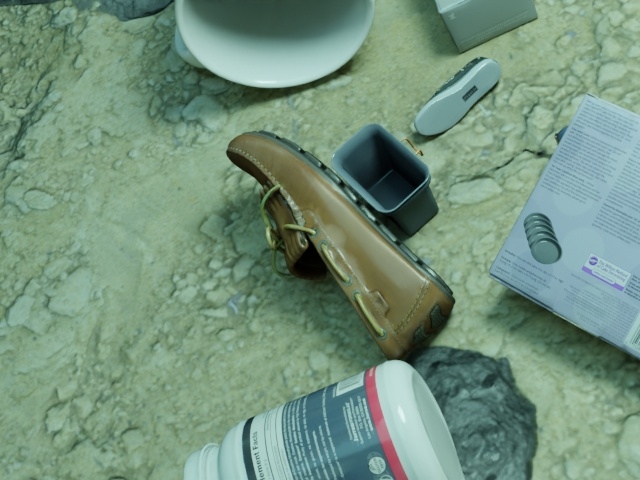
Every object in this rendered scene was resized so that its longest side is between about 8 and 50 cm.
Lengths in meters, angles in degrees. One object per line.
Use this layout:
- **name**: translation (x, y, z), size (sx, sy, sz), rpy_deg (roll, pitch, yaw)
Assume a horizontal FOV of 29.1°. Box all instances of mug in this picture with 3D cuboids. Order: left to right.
- **mug**: translation (-0.100, -0.405, 1.802), size (0.374, 0.276, 0.328), rpy_deg (-41, 38, 37)

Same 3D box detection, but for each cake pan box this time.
- **cake pan box**: translation (0.358, -0.006, 1.383), size (0.267, 0.070, 0.245), rpy_deg (30, 97, 33)

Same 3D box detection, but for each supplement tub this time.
- **supplement tub**: translation (0.007, 0.263, 1.361), size (0.272, 0.191, 0.191), rpy_deg (-24, 53, 11)

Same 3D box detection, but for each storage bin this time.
- **storage bin**: translation (0.095, -0.077, 1.590), size (0.098, 0.091, 0.135), rpy_deg (-42, 53, -3)

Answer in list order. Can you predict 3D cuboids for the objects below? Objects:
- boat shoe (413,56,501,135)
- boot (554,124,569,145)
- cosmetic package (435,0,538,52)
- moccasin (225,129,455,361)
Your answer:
- **boat shoe**: translation (0.180, -0.195, 1.654), size (0.142, 0.049, 0.040), rpy_deg (-39, 33, -2)
- **boot**: translation (0.387, -0.125, 1.486), size (0.219, 0.082, 0.106), rpy_deg (-23, 56, 14)
- **cosmetic package**: translation (0.204, -0.394, 1.728), size (0.127, 0.107, 0.238), rpy_deg (-22, 57, 12)
- **moccasin**: translation (0.001, 0.001, 1.561), size (0.147, 0.139, 0.380), rpy_deg (-45, 69, 1)
